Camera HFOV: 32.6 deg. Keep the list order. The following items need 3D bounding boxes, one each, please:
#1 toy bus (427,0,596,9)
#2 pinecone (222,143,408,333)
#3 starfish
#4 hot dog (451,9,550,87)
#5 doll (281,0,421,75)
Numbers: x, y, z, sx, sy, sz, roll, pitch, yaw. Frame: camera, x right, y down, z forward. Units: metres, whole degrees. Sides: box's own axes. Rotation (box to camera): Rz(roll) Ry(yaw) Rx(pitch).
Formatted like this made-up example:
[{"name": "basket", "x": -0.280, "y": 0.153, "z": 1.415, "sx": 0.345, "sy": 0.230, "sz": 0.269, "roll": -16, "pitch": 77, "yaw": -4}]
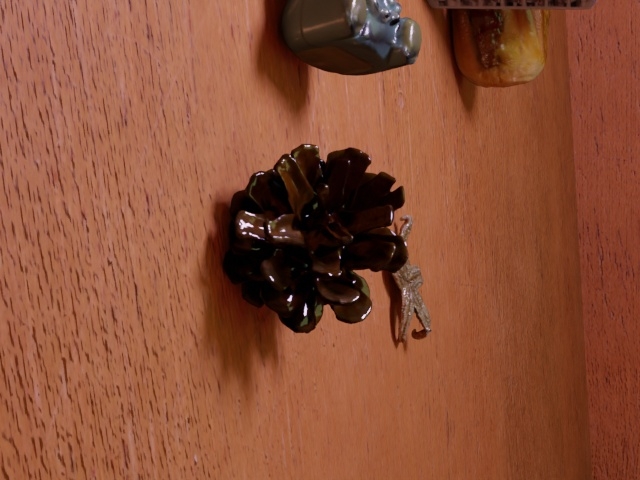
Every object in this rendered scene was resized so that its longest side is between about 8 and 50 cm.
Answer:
[{"name": "toy bus", "x": 0.351, "y": -0.484, "z": 1.978, "sx": 0.136, "sy": 0.329, "sz": 0.109, "roll": 70, "pitch": 27, "yaw": -60}, {"name": "pinecone", "x": 0.002, "y": -0.001, "z": 1.238, "sx": 0.228, "sy": 0.201, "sz": 0.203, "roll": -6, "pitch": 67, "yaw": -40}, {"name": "starfish", "x": 0.147, "y": 0.062, "z": 1.789, "sx": 0.150, "sy": 0.053, "sz": 0.210, "roll": 16, "pitch": 71, "yaw": -72}, {"name": "hot dog", "x": 0.369, "y": -0.521, "z": 2.217, "sx": 0.223, "sy": 0.185, "sz": 0.405, "roll": 58, "pitch": 36, "yaw": -56}, {"name": "doll", "x": 0.037, "y": -0.353, "z": 1.397, "sx": 0.177, "sy": 0.161, "sz": 0.261, "roll": 15, "pitch": 75, "yaw": -45}]
